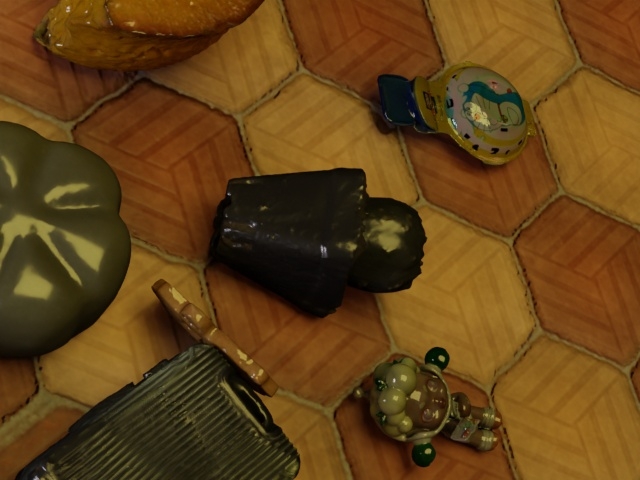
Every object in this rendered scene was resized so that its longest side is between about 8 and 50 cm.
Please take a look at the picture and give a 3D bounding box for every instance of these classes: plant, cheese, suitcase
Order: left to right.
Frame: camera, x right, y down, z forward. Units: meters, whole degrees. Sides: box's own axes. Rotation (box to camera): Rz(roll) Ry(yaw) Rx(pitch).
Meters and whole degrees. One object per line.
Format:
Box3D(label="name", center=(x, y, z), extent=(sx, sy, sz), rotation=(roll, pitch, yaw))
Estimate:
Box3D(label="suitcase", center=(-0.184, 0.260, 1.857), extent=(0.312, 0.128, 0.202), rotation=(-37, 87, -36))
Box3D(label="plant", center=(0.000, 0.000, 2.075), extent=(0.256, 0.164, 0.141), rotation=(8, 58, -9))
Box3D(label="cheese", center=(0.186, -0.172, 2.317), extent=(0.250, 0.064, 0.156), rotation=(3, 63, -30))

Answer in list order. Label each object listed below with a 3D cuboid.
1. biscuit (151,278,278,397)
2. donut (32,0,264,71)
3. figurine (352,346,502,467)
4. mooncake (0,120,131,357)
Box3D(label="biscuit", center=(-0.120, 0.113, 1.969), extent=(0.184, 0.133, 0.027), rotation=(43, 80, 4))
Box3D(label="donut", center=(-0.222, -0.400, 2.151), extent=(0.378, 0.163, 0.435), rotation=(-11, 70, -34))
Box3D(label="figurine", center=(0.137, 0.201, 2.087), extent=(0.197, 0.093, 0.147), rotation=(17, 70, -22))
Box3D(label="mooncake", center=(-0.334, -0.005, 1.907), extent=(0.275, 0.135, 0.275), rotation=(10, 62, -20))
